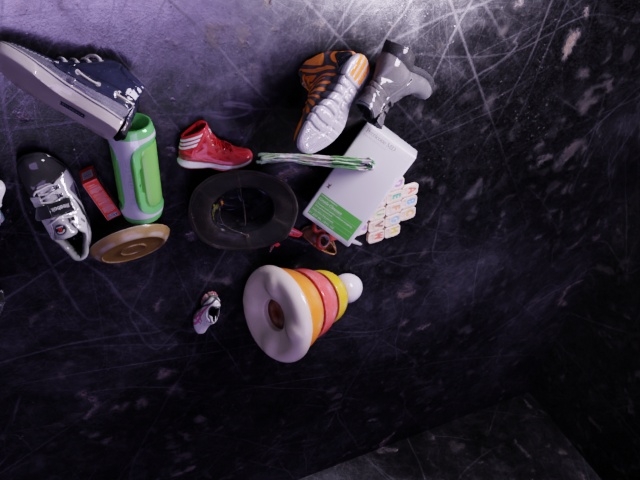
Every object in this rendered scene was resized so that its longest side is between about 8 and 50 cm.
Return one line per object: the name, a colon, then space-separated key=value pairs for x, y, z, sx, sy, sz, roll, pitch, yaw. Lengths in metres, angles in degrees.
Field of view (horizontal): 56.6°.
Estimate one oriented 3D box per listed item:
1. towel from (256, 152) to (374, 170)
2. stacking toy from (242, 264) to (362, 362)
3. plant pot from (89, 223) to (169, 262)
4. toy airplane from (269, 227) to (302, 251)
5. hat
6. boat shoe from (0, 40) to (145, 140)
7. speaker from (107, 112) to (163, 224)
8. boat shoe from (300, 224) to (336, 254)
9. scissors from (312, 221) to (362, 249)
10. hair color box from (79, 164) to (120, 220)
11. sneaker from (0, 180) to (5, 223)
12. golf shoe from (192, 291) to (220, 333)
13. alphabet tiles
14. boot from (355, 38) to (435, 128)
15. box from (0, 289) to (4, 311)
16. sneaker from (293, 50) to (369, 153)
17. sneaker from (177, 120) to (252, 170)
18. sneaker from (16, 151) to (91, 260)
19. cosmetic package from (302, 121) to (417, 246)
towel: x=-0.004 y=-0.227 z=1.721 sx=0.325 sy=0.248 sz=0.038 roll=3 pitch=97 yaw=6
stacking toy: x=-0.011 y=0.217 z=2.201 sx=0.480 sy=0.350 sz=0.350 roll=-16 pitch=137 yaw=-41
plant pot: x=-0.555 y=0.016 z=1.749 sx=0.236 sy=0.032 sz=0.236 roll=-22 pitch=168 yaw=-5
toy airplane: x=-0.138 y=-0.023 z=2.057 sx=0.151 sy=0.028 sz=0.151 roll=-16 pitch=134 yaw=-17
hat: x=-0.238 y=-0.116 z=1.837 sx=0.331 sy=0.134 sz=0.331 roll=-4 pitch=127 yaw=-5
boat shoe: x=-0.586 y=-0.390 z=1.409 sx=0.341 sy=0.127 sz=0.158 roll=34 pitch=64 yaw=-27
speaker: x=-0.500 y=-0.190 z=1.615 sx=0.131 sy=0.131 sz=0.296 roll=-13 pitch=133 yaw=-21
boat shoe: x=0.000 y=0.000 z=2.138 sx=0.064 sy=0.060 sz=0.178 roll=-45 pitch=136 yaw=12
scissors: x=0.067 y=-0.026 z=2.173 sx=0.021 sy=0.109 sz=0.297 roll=-13 pitch=174 yaw=37
hair color box: x=-0.609 y=-0.131 z=1.643 sx=0.043 sy=0.072 sz=0.141 roll=-26 pitch=138 yaw=-8
sneaker: x=-0.863 y=-0.076 z=1.549 sx=0.212 sy=0.080 sz=0.094 roll=-44 pitch=149 yaw=21
golf shoe: x=-0.407 y=0.274 z=2.122 sx=0.068 sy=0.086 sz=0.186 roll=1 pitch=128 yaw=-34
alphabet tiles: x=0.239 y=-0.111 z=2.213 sx=0.278 sy=0.021 sz=0.284 roll=-18 pitch=135 yaw=-17
boot: x=0.212 y=-0.429 z=1.760 sx=0.338 sy=0.118 sz=0.222 roll=17 pitch=102 yaw=-59
box: x=-0.963 y=0.174 z=1.711 sx=0.083 sy=0.062 sz=0.052 roll=15 pitch=117 yaw=-39
sneaker: x=-0.007 y=-0.394 z=1.675 sx=0.321 sy=0.180 sz=0.124 roll=-57 pitch=139 yaw=-9
sneaker: x=-0.294 y=-0.273 z=1.697 sx=0.221 sy=0.087 sz=0.128 roll=-9 pitch=133 yaw=-26
sneaker: x=-0.693 y=-0.082 z=1.586 sx=0.122 sy=0.146 sz=0.330 roll=-23 pitch=135 yaw=-9
cosmetic package: x=0.128 y=-0.190 z=1.923 sx=0.197 sy=0.155 sz=0.365 roll=35 pitch=111 yaw=-1
